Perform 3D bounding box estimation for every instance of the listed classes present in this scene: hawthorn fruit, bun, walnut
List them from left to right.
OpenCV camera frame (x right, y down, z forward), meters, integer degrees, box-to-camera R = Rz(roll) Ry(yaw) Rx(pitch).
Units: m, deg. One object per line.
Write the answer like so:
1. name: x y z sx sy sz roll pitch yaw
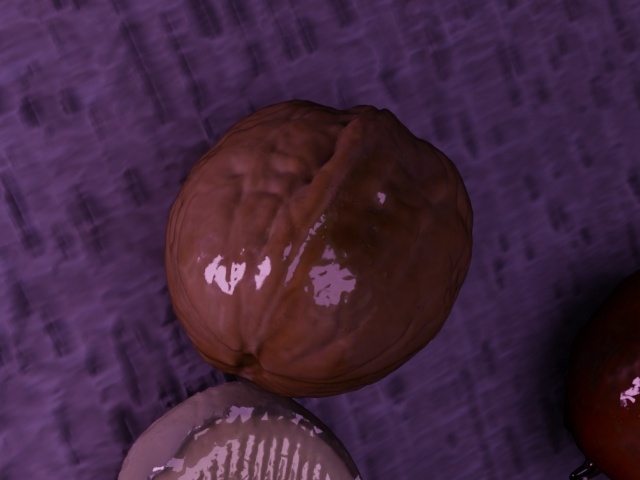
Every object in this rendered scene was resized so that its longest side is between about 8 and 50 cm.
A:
1. bun: -0.089 0.282 1.620 0.287 0.146 0.287 -3 98 -25
2. walnut: 0.000 0.001 1.577 0.313 0.277 0.252 -64 149 -34
3. hawthorn fruit: 0.407 0.157 1.776 0.316 0.316 0.316 -2 94 -24
